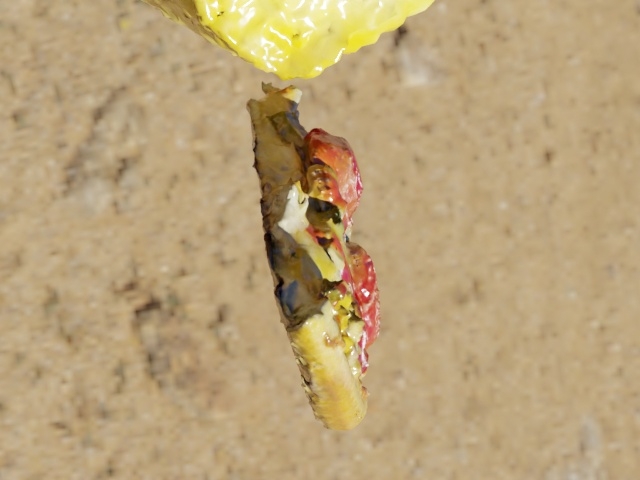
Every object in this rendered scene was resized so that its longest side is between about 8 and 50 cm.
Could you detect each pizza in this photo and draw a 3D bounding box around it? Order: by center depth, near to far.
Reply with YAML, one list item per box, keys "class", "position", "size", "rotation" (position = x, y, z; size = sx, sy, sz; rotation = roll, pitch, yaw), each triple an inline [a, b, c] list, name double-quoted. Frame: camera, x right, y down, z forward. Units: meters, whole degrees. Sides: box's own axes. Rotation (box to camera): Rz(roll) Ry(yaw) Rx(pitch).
- class: "pizza"
  position: [0.003, 0.013, 0.496]
  size: [0.099, 0.029, 0.100]
  rotation: [-98, 175, -76]

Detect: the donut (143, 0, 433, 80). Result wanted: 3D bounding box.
- class: "donut"
  position: [-0.072, -0.150, 0.509]
  size: [0.259, 0.152, 0.101]
  rotation: [40, 86, -23]
